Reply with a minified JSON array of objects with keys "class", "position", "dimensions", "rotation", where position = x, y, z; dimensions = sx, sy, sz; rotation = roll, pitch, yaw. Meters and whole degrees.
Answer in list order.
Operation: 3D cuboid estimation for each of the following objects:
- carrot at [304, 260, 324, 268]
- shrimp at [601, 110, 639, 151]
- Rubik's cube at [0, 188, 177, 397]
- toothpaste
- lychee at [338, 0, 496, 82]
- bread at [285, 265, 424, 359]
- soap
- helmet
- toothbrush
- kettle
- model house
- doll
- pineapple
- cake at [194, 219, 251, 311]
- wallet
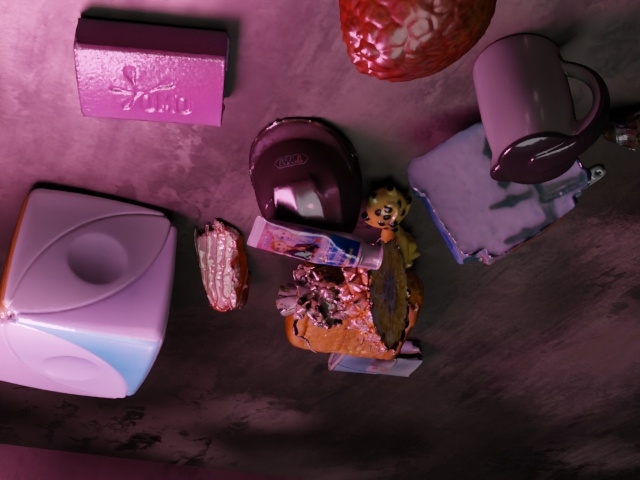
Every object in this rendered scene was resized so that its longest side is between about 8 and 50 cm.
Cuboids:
[{"class":"carrot","position":[0.000,0.000,1.861],"dimensions":[0.082,0.082,0.173],"rotation":[2,147,-5]},{"class":"shrimp","position":[0.661,-0.222,1.560],"dimensions":[0.233,0.079,0.090],"rotation":[-5,108,1]},{"class":"Rubik's cube","position":[-0.531,0.126,1.793],"dimensions":[0.352,0.347,0.352],"rotation":[14,143,-22]},{"class":"toothpaste","position":[-0.008,0.008,1.597],"dimensions":[0.266,0.061,0.096],"rotation":[12,139,-13]},{"class":"lychee","position":[0.147,-0.378,1.186],"dimensions":[0.255,0.300,0.255],"rotation":[26,165,8]},{"class":"bread","position":[0.079,0.166,2.056],"dimensions":[0.328,0.148,0.337],"rotation":[7,142,-3]},{"class":"soap","position":[-0.293,-0.291,1.419],"dimensions":[0.260,0.081,0.181],"rotation":[4,146,-9]},{"class":"helmet","position":[-0.031,-0.090,1.646],"dimensions":[0.225,0.177,0.305],"rotation":[-10,146,17]},{"class":"toothbrush","position":[0.493,-0.061,1.835],"dimensions":[0.040,0.040,0.386],"rotation":[21,137,-29]},{"class":"kettle","position":[0.384,-0.230,1.391],"dimensions":[0.221,0.236,0.161],"rotation":[-20,141,25]},{"class":"model house","position":[0.369,-0.087,1.659],"dimensions":[0.295,0.251,0.329],"rotation":[-33,164,5]},{"class":"doll","position":[0.164,-0.025,1.826],"dimensions":[0.117,0.086,0.291],"rotation":[-16,142,4]},{"class":"pineapple","position":[0.039,0.126,1.807],"dimensions":[0.272,0.262,0.262],"rotation":[-3,148,27]},{"class":"cake","position":[-0.233,0.065,1.934],"dimensions":[0.098,0.135,0.287],"rotation":[5,139,16]},{"class":"wallet","position":[0.165,0.351,2.394],"dimensions":[0.251,0.075,0.176],"rotation":[7,149,-14]}]
